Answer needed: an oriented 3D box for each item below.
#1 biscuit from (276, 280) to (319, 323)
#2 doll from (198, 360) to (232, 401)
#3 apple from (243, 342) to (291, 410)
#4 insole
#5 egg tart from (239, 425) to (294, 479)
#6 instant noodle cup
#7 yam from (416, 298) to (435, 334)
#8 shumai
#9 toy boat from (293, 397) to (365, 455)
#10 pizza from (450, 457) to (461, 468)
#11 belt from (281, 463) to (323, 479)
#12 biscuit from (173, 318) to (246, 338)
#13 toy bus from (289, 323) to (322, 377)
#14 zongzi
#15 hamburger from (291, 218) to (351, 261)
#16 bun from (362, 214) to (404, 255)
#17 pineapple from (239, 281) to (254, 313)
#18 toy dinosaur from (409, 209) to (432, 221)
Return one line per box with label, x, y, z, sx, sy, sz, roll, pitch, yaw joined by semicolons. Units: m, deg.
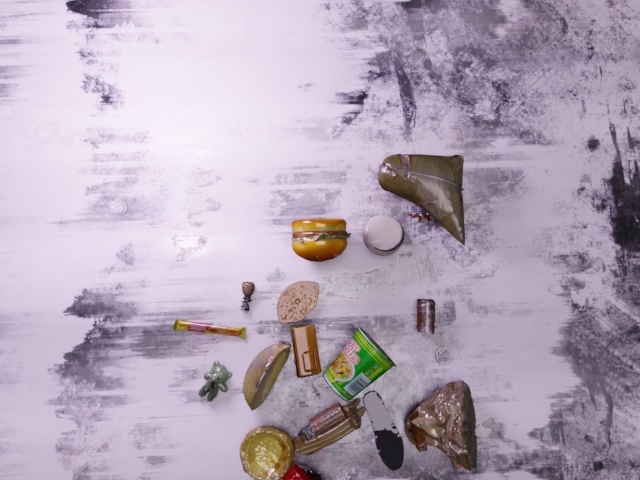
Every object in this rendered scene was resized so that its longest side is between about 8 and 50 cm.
biscuit;-0.095;0.248;1.741;0.142;0.029;0.221;41;82;3
doll;-0.416;0.558;1.662;0.115;0.077;0.151;29;92;13
apple;-0.224;0.504;1.621;0.119;0.193;0.265;25;82;13
insole;0.249;0.749;1.679;0.110;0.012;0.310;-23;82;-4
egg tart;-0.200;0.807;1.616;0.212;0.090;0.213;0;79;-2
instant noodle cup;0.141;0.489;1.635;0.207;0.207;0.233;45;88;5
yam;0.427;0.307;1.725;0.079;0.079;0.142;3;82;-1
shumai;0.455;0.691;1.634;0.262;0.267;0.314;-7;49;26
toy boat;0.032;0.707;1.631;0.310;0.089;0.115;-27;112;-1
pizza;0.533;0.842;1.668;0.078;0.025;0.083;36;63;18
belt;-0.058;0.901;1.562;0.124;0.201;0.128;-49;45;-8
biscuit;-0.445;0.356;1.714;0.291;0.026;0.048;7;100;-1
toy bus;-0.056;0.434;1.665;0.098;0.114;0.201;-7;80;-11
zongzi;0.410;-0.174;1.733;0.355;0.174;0.393;3;68;1
hamburger;-0.002;0.000;1.683;0.245;0.246;0.170;-1;92;-2
bun;0.256;-0.018;1.751;0.172;0.120;0.173;0;73;-1
pineapple;-0.298;0.231;1.733;0.058;0.058;0.125;6;94;-1
toy dinosaur;0.450;-0.111;1.809;0.154;0.049;0.055;-7;68;-9
